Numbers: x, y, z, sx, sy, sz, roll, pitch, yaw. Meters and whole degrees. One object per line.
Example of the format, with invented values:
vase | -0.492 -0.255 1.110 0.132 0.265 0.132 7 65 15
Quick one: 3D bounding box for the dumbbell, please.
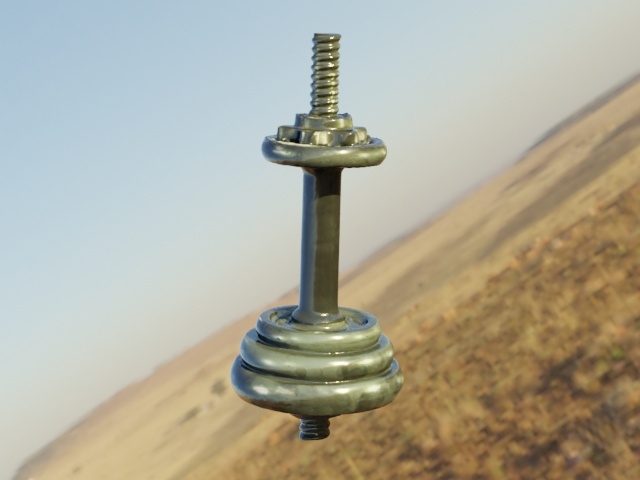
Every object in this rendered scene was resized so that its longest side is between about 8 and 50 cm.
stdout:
dumbbell | 0.000 0.000 0.793 0.110 0.255 0.110 1 10 0
